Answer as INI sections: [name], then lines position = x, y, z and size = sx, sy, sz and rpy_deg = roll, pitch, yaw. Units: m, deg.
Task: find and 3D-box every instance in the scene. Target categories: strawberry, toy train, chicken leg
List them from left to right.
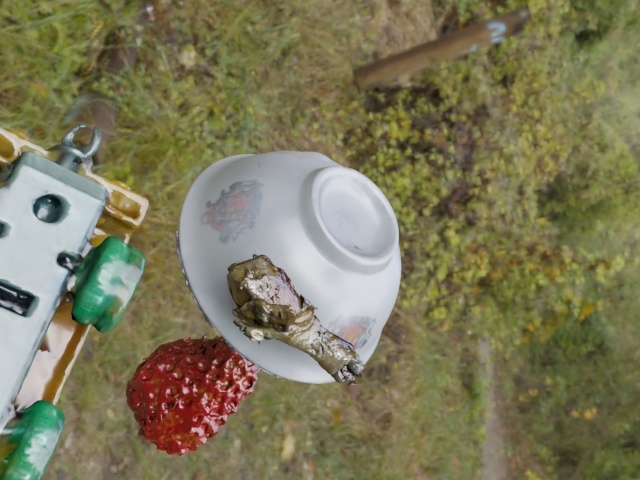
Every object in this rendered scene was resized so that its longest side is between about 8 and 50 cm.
[toy train]
position = -0.304, 0.090, 0.748
size = 0.178, 0.249, 0.429
rpy_deg = 27, 70, -19
[strawberry]
position = -0.212, 0.218, 1.293
size = 0.111, 0.236, 0.190
rpy_deg = 33, 31, -47
[chicken leg]
position = -0.036, 0.094, 0.940
size = 0.196, 0.080, 0.125
rpy_deg = 44, 0, -44

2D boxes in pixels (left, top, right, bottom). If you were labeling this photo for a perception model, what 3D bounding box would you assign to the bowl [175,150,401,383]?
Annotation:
[bowl]
position = 0.000, 0.000, 1.091
size = 0.346, 0.157, 0.345
rpy_deg = 23, 50, -30
